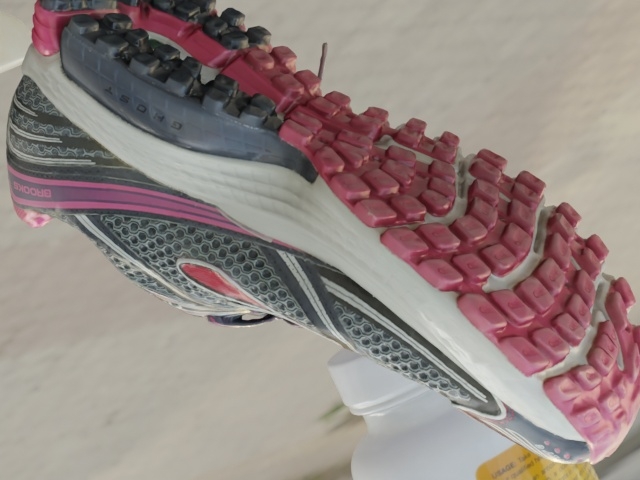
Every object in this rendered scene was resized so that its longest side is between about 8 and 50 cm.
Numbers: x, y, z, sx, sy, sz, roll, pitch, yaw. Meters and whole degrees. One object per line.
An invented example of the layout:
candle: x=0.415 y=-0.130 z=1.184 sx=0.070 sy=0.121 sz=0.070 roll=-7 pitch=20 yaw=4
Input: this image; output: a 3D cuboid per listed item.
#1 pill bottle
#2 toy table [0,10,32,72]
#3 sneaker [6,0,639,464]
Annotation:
pill bottle: x=0.103 y=0.161 z=1.072 sx=0.136 sy=0.246 sz=0.136 roll=-27 pitch=-176 yaw=2
toy table: x=-0.360 y=-0.173 z=1.355 sx=0.252 sy=0.161 sz=0.274 roll=-29 pitch=179 yaw=-25
sneaker: x=0.000 y=0.000 z=0.723 sx=0.121 sy=0.299 sz=0.112 roll=-28 pitch=146 yaw=-55
